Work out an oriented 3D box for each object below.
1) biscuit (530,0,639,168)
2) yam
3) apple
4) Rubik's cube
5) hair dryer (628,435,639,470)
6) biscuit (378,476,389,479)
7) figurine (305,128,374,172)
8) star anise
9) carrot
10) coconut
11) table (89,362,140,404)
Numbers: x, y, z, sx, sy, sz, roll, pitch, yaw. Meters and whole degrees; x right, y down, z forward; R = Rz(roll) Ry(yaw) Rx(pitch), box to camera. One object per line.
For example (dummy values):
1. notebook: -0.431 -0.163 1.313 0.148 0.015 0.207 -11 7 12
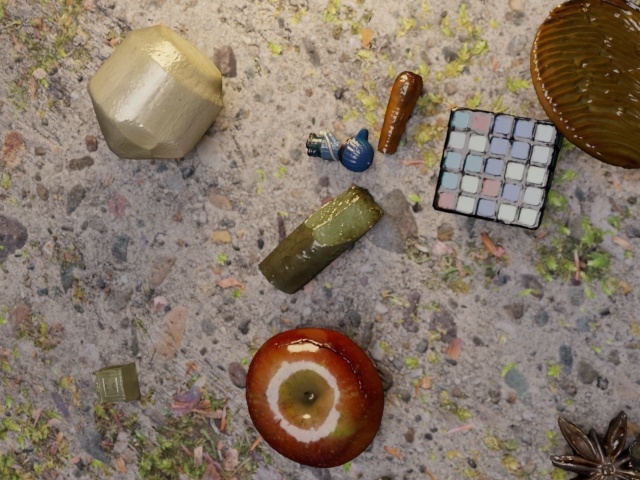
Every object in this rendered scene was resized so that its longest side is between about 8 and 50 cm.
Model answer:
1. biscuit: 0.492 -0.266 1.275 0.317 0.040 0.318 4 72 -13
2. yam: 0.000 0.000 1.515 0.259 0.106 0.106 -43 81 17
3. apple: -0.008 0.294 1.483 0.271 0.206 0.252 24 90 12
4. Rubik's cube: 0.315 -0.125 1.360 0.184 0.187 0.182 13 98 19
5. hair dryer: 0.650 0.354 1.332 0.219 0.088 0.225 46 65 -9
6. biscuit: 0.144 0.548 1.509 0.070 0.082 0.168 -31 83 15
7. figurine: 0.037 -0.174 1.504 0.136 0.079 0.077 2 136 13
8. star anise: 0.516 0.410 1.377 0.231 0.089 0.209 28 82 4
9. carrot: 0.149 -0.243 1.477 0.055 0.055 0.161 24 107 15
10. coconut: -0.331 -0.276 1.534 0.237 0.237 0.266 46 99 10
11. table: -0.451 0.314 1.696 0.083 0.062 0.079 -9 90 18
